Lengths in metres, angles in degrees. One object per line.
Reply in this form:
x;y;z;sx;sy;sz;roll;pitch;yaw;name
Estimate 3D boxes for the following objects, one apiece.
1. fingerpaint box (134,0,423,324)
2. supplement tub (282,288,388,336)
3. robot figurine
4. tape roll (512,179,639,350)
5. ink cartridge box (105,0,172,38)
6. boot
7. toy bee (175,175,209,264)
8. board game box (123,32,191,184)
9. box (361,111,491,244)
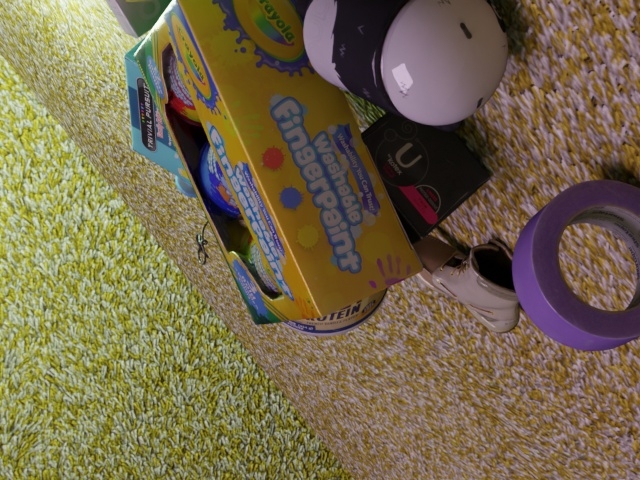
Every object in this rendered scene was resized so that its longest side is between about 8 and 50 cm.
-0.074;-0.116;1.978;0.444;0.163;0.371;66;164;-3;fingerpaint box
0.000;0.000;2.368;0.228;0.228;0.316;42;163;21;supplement tub
0.094;-0.241;1.706;0.209;0.173;0.278;16;-169;-44;robot figurine
0.323;0.030;1.689;0.189;0.189;0.080;47;163;5;tape roll
-0.265;-0.440;2.139;0.056;0.181;0.224;23;148;54;ink cartridge box
0.218;0.038;2.173;0.213;0.077;0.165;39;162;14;boot
-0.196;-0.125;2.779;0.195;0.162;0.298;-153;51;-69;toy bee
-0.181;-0.180;2.520;0.336;0.079;0.254;32;149;18;board game box
0.102;-0.082;2.076;0.165;0.143;0.270;50;163;-1;box
